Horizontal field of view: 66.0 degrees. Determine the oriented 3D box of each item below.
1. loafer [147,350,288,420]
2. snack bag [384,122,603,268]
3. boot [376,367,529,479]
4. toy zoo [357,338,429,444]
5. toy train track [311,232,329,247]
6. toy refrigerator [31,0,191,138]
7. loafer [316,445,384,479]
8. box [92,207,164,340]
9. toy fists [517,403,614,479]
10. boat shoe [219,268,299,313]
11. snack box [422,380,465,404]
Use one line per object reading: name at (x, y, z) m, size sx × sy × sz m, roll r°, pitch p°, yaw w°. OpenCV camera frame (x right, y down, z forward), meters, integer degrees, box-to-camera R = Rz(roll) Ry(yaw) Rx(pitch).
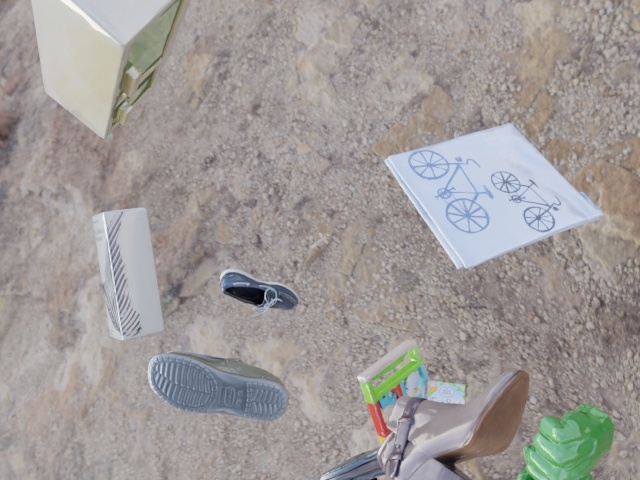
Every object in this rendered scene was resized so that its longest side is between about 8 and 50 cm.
loafer at (-0.177, 0.252, 0.868) m, size 0.251 × 0.087 × 0.094 m, roll 16°, pitch 94°, yaw 2°
snack bag at (0.356, -0.113, 1.042) m, size 0.343 × 0.037 × 0.323 m, roll -19°, pitch 56°, yaw -15°
boot at (0.090, 0.135, 0.363) m, size 0.118 × 0.042 × 0.087 m, roll -54°, pitch 27°, yaw -14°
toy zoo at (0.209, 0.417, 1.210) m, size 0.030 × 0.192 × 0.293 m, roll -9°, pitch 103°, yaw 53°
toy train track at (0.000, 0.000, 1.766) m, size 0.083 × 0.014 × 0.048 m, roll -38°, pitch 86°, yaw -26°
toy refrigerator at (-0.208, -0.196, 0.495) m, size 0.102 × 0.094 × 0.269 m, roll -56°, pitch 20°, yaw -20°
loafer at (0.111, 0.480, 1.023) m, size 0.268 × 0.096 × 0.084 m, roll -35°, pitch 70°, yaw 20°
box at (-0.422, 0.072, 1.081) m, size 0.113 × 0.094 × 0.275 m, roll -8°, pitch 92°, yaw 52°
toy fists at (0.424, 0.417, 0.886) m, size 0.096 × 0.142 × 0.279 m, roll 35°, pitch 136°, yaw 46°
boat shoe at (-0.171, 0.158, 1.428) m, size 0.095 × 0.255 × 0.079 m, roll -47°, pitch 32°, yaw 24°
snack box at (0.299, 0.418, 1.200) m, size 0.100 × 0.037 × 0.141 m, roll 9°, pitch 72°, yaw -10°
